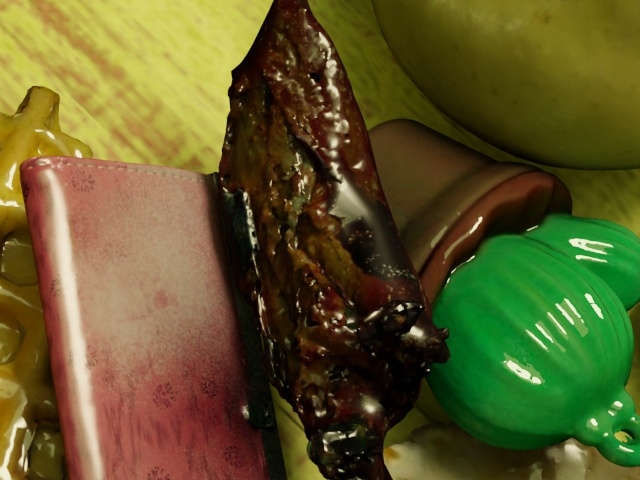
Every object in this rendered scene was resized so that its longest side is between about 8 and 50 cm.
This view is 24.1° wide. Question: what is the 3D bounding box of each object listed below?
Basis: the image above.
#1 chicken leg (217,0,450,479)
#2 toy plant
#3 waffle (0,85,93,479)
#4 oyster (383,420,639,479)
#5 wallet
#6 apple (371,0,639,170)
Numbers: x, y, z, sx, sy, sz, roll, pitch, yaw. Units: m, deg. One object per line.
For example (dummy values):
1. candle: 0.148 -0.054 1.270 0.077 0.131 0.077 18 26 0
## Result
1. chicken leg: 0.000 0.000 0.655 0.063 0.105 0.233 3 60 -40
2. toy plant: 0.090 0.025 0.705 0.200 0.105 0.143 44 48 19
3. waffle: -0.181 0.048 0.650 0.291 0.051 0.291 7 65 -14
4. oyster: 0.103 0.166 0.650 0.396 0.111 0.204 1 27 -22
5. wallet: -0.064 0.077 0.642 0.119 0.025 0.232 4 70 -48
6. apple: 0.155 -0.160 0.720 0.262 0.262 0.262 6 65 -14
